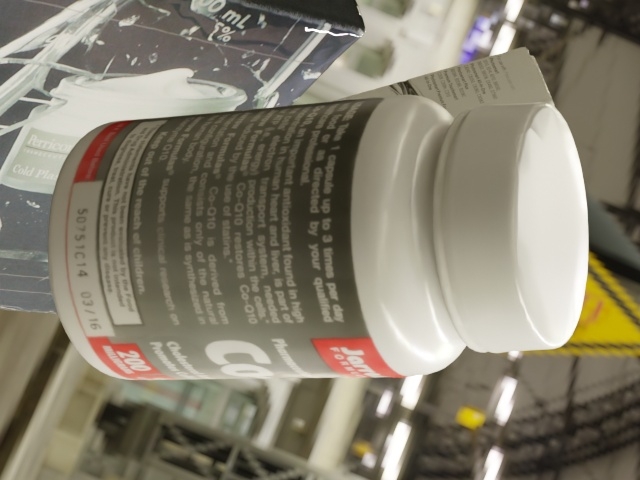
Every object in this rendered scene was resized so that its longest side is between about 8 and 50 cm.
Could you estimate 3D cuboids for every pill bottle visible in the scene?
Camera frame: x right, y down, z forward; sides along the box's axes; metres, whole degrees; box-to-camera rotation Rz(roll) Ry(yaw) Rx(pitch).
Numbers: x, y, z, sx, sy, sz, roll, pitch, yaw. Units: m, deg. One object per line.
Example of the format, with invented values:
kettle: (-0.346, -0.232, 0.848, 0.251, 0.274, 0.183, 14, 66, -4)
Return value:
pill bottle: (0.000, 0.000, 0.937, 0.161, 0.283, 0.161, -3, 90, -65)

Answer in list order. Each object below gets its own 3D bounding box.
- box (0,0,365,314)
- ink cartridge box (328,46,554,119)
box: (-0.311, -0.186, 1.351, 0.472, 0.480, 0.297, -44, -127, 38)
ink cartridge box: (0.084, -0.042, 1.228, 0.086, 0.203, 0.148, -103, 176, -54)
